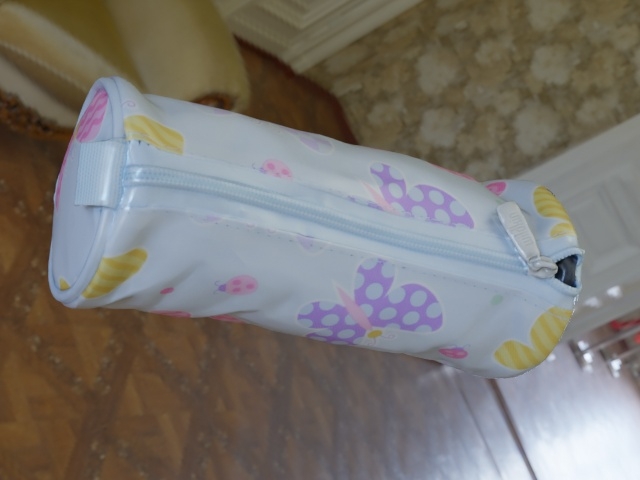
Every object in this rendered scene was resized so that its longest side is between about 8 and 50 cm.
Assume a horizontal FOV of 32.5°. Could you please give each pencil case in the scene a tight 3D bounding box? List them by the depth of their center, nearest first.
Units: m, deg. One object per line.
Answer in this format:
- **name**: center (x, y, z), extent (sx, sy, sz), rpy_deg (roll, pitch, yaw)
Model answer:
- **pencil case**: center (0.000, 0.000, 0.563), extent (0.273, 0.114, 0.124), rpy_deg (12, 5, -23)
